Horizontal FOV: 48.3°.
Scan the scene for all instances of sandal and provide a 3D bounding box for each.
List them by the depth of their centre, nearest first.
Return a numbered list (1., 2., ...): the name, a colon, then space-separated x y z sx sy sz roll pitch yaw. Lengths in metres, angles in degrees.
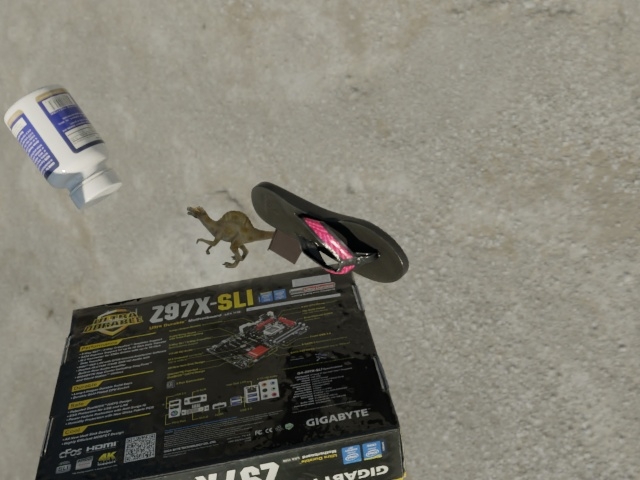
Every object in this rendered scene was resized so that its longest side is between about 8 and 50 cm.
1. sandal: 0.000 0.000 0.677 0.179 0.040 0.067 25 139 23

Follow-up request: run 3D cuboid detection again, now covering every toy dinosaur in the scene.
1. toy dinosaur: -0.132 -0.004 1.160 0.053 0.183 0.092 -106 31 -65

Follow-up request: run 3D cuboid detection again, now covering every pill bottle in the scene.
1. pill bottle: -0.410 -0.147 1.156 0.186 0.112 0.112 56 145 -3

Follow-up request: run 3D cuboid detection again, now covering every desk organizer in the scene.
1. desk organizer: -0.040 -0.011 1.077 0.047 0.050 0.130 -59 0 -22

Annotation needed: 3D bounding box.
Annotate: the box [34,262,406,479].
1. box: -0.099 0.147 0.716 0.257 0.322 0.079 -106 7 -57
